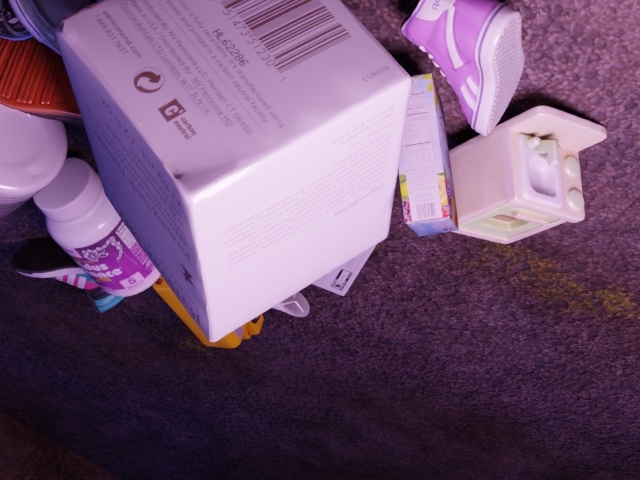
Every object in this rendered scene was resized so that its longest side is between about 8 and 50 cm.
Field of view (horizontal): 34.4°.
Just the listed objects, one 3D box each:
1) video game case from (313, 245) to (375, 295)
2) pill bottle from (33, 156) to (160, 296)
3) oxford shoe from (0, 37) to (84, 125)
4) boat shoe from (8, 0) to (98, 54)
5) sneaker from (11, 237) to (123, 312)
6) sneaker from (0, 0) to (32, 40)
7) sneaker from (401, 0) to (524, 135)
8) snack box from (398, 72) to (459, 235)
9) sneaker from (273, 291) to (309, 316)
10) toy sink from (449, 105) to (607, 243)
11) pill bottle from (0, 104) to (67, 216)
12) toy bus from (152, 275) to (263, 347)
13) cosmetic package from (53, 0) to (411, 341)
[{"bbox_3d":[0.000,0.000,1.969,0.193,0.023,0.212,21,131,-10],"label":"video game case"},{"bbox_3d":[-0.439,-0.028,2.058,0.169,0.169,0.301,2,148,24],"label":"pill bottle"},{"bbox_3d":[-0.429,-0.242,1.728,0.364,0.129,0.132,18,165,8],"label":"oxford shoe"},{"bbox_3d":[-0.336,-0.303,1.546,0.302,0.109,0.094,43,162,-26],"label":"boat shoe"},{"bbox_3d":[-0.544,0.082,2.361,0.296,0.123,0.178,0,138,24],"label":"sneaker"},{"bbox_3d":[-0.511,-0.367,1.603,0.188,0.067,0.078,19,157,0],"label":"sneaker"},{"bbox_3d":[0.194,-0.260,1.440,0.161,0.102,0.282,28,161,20],"label":"sneaker"},{"bbox_3d":[0.152,-0.119,1.505,0.070,0.207,0.174,-9,173,11],"label":"snack box"},{"bbox_3d":[-0.095,0.126,2.288,0.152,0.053,0.061,26,159,-5],"label":"sneaker"},{"bbox_3d":[0.308,-0.089,1.579,0.153,0.131,0.234,12,157,-34],"label":"toy sink"},{"bbox_3d":[-0.615,-0.141,1.894,0.204,0.204,0.361,30,154,-23],"label":"pill bottle"},{"bbox_3d":[-0.241,0.135,2.284,0.108,0.130,0.332,2,148,24],"label":"toy bus"},{"bbox_3d":[-0.111,-0.136,1.419,0.329,0.327,0.393,51,161,24],"label":"cosmetic package"}]
